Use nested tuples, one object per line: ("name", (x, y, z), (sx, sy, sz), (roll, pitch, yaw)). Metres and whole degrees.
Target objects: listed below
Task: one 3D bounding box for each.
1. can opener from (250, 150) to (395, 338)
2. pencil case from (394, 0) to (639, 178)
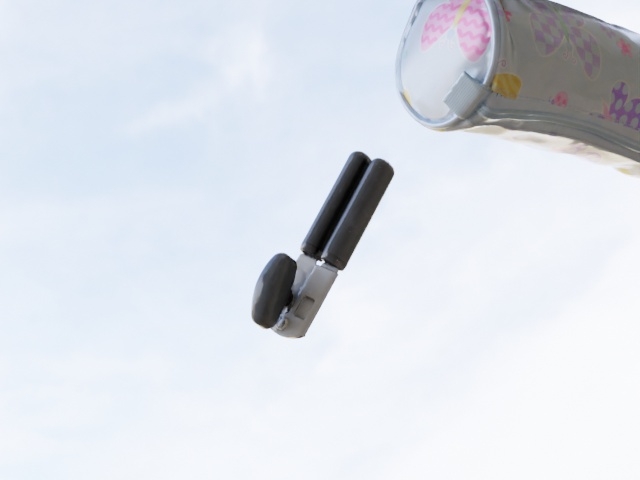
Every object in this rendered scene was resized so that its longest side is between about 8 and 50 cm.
("can opener", (0.000, 0.000, 1.487), (0.076, 0.283, 0.095), (23, -9, 36))
("pencil case", (0.188, -0.120, 0.867), (0.273, 0.124, 0.113), (9, -30, -36))
